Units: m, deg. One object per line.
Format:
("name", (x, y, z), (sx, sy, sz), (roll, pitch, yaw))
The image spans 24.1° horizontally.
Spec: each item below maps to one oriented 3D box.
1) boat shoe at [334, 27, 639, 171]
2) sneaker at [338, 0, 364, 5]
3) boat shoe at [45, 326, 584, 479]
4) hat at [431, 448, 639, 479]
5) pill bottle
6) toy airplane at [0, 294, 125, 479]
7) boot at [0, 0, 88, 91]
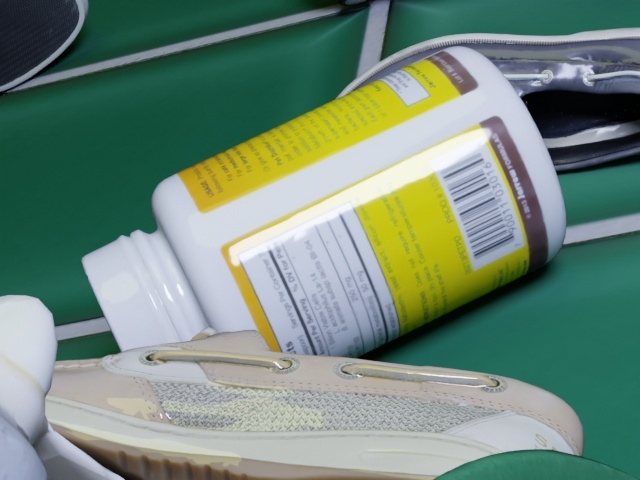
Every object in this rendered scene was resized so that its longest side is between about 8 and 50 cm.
("boat shoe", (0.100, -0.068, 0.802), (0.206, 0.075, 0.065), (-8, 31, 12))
("sneaker", (0.085, -0.225, 1.018), (0.182, 0.127, 0.315), (-35, 27, -14))
("boat shoe", (-0.043, 0.091, 0.624), (0.302, 0.109, 0.098), (1, 33, 23))
("hat", (0.045, 0.178, 0.503), (0.172, 0.183, 0.209), (8, 55, -25))
("pill bottle", (0.000, 0.000, 0.717), (0.215, 0.117, 0.117), (-25, 32, -7))
("toy airplane", (-0.200, 0.122, 0.445), (0.272, 0.384, 0.386), (15, 21, -26))
("boot", (-0.302, -0.170, 1.185), (0.244, 0.088, 0.176), (-24, 30, 2))
